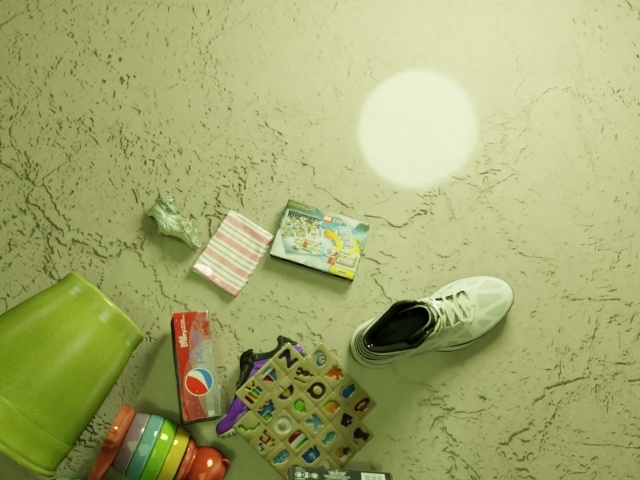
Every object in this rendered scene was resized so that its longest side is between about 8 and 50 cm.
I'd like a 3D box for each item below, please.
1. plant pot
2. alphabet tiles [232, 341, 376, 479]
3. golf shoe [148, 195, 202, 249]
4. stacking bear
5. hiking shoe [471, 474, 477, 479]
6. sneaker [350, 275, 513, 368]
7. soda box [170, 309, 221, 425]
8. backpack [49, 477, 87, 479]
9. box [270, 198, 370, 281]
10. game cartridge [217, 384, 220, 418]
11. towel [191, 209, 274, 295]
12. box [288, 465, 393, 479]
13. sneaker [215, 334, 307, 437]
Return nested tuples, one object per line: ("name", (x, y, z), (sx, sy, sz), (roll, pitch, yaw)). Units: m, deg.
("plant pot", (-0.612, 0.275, 1.322), (0.366, 0.366, 0.353), (39, 67, 6))
("alphabet tiles", (-0.032, 0.422, 1.396), (0.285, 0.011, 0.342), (-43, 106, -11))
("golf shoe", (-0.386, -0.033, 1.534), (0.086, 0.069, 0.176), (-41, 79, 10))
("stacking bear", (-0.361, 0.510, 1.358), (0.289, 0.164, 0.175), (25, 110, -9))
("hiking shoe", (0.355, 0.691, 1.396), (0.114, 0.086, 0.226), (30, 72, 18))
("sneaker", (0.299, 0.197, 1.404), (0.448, 0.257, 0.169), (-21, 79, -7))
("soda box", (-0.308, 0.308, 1.412), (0.092, 0.083, 0.263), (-3, 67, -20))
("backpack", (-0.543, 0.662, 1.305), (0.254, 0.191, 0.225), (7, 76, -6))
("box", (0.000, 0.000, 1.543), (0.233, 0.044, 0.159), (18, 77, 1))
("game cartridge", (-0.280, 0.407, 1.454), (0.056, 0.017, 0.083), (-2, 77, 1))
("towel", (-0.232, 0.031, 1.534), (0.144, 0.029, 0.197), (31, 78, 4))
("box", (0.043, 0.632, 1.326), (0.248, 0.163, 0.142), (6, 111, -3))
("sneaker", (-0.164, 0.353, 1.437), (0.293, 0.102, 0.146), (-41, 76, -14))
